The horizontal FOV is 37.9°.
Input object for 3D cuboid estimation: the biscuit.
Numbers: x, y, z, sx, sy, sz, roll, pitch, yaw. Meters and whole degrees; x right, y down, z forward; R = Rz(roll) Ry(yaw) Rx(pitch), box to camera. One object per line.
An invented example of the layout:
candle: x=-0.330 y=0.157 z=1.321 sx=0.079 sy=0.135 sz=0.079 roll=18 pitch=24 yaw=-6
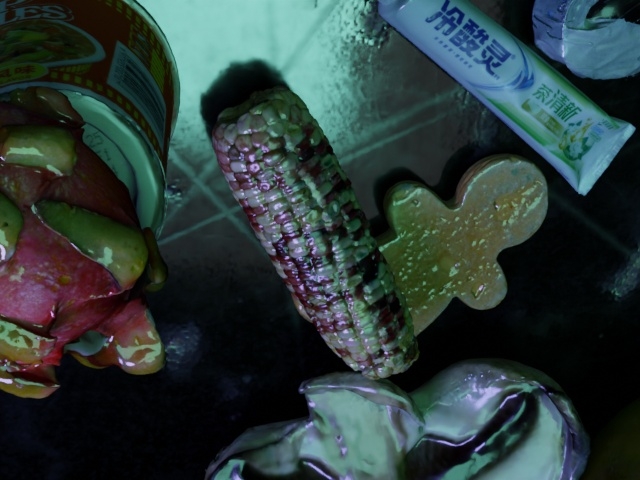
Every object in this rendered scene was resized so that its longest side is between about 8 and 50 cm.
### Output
biscuit: x=0.099 y=0.014 z=0.816 sx=0.234 sy=0.030 sz=0.153 roll=-43 pitch=117 yaw=7

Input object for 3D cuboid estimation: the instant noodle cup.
instant noodle cup: x=-0.173 y=-0.062 z=0.607 sx=0.193 sy=0.212 sz=0.193 roll=-6 pitch=116 yaw=-12

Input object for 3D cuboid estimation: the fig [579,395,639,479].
fig: x=0.376 y=0.294 z=0.895 sx=0.316 sy=0.316 sz=0.316 roll=-6 pitch=116 yaw=-12

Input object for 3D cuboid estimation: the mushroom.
mushroom: x=0.060 y=0.207 z=0.850 sx=0.344 sy=0.130 sz=0.247 roll=-24 pitch=108 yaw=-4

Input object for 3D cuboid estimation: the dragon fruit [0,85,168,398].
dragon fruit: x=-0.142 y=0.009 z=0.463 sx=0.150 sy=0.133 sz=0.207 roll=-14 pitch=138 yaw=22

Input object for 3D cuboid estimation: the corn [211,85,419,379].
corn: x=0.000 y=0.000 z=0.736 sx=0.086 sy=0.086 sz=0.253 roll=-29 pitch=108 yaw=0

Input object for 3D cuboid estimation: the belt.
belt: x=0.236 y=-0.187 z=0.744 sx=0.140 sy=0.058 sz=0.105 roll=-24 pitch=124 yaw=-7

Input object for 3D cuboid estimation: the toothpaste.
toothpaste: x=0.144 y=-0.136 z=0.753 sx=0.297 sy=0.048 sz=0.074 roll=31 pitch=101 yaw=-29
